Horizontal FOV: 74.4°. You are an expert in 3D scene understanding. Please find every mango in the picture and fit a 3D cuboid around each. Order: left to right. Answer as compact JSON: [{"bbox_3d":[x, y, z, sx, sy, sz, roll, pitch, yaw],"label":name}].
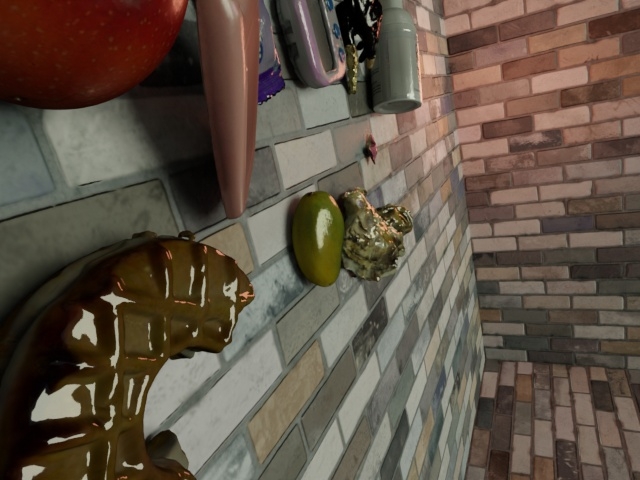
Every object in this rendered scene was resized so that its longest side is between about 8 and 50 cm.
[{"bbox_3d":[-0.002,-0.002,0.822,0.122,0.086,0.190,-1,87,-65],"label":"mango"}]

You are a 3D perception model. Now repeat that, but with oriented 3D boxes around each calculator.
[{"bbox_3d":[-0.107,-0.180,0.543,0.329,0.048,0.219,98,-8,-48],"label":"calculator"}]

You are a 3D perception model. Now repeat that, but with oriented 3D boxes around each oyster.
[{"bbox_3d":[0.136,-0.022,1.049,0.351,0.115,0.237,36,55,-55],"label":"oyster"}]

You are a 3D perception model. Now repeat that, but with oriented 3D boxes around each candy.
[{"bbox_3d":[-0.128,-0.351,0.652,0.145,0.070,0.275,-50,134,-44],"label":"candy"}]

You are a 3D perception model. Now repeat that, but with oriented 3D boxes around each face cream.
[{"bbox_3d":[0.212,-0.569,1.225,0.145,0.146,0.368,-7,94,-62],"label":"face cream"}]

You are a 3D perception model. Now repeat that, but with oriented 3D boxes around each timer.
[{"bbox_3d":[-0.015,-0.426,0.868,0.190,0.069,0.208,-52,132,-54],"label":"timer"}]

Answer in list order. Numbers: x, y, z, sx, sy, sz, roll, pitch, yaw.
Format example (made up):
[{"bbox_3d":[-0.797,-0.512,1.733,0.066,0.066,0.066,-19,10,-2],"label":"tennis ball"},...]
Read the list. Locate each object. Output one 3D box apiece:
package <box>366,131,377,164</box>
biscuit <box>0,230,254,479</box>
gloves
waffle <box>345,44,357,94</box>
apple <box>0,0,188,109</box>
[{"bbox_3d":[0.146,-0.260,1.189,0.059,0.029,0.083,62,28,-43],"label":"package"},{"bbox_3d":[-0.190,0.162,0.424,0.268,0.115,0.365,27,62,-59],"label":"biscuit"},{"bbox_3d":[0.117,-0.536,1.089,0.180,0.107,0.129,59,36,-34],"label":"gloves"},{"bbox_3d":[0.075,-0.409,1.017,0.152,0.024,0.097,-63,156,-74],"label":"waffle"},{"bbox_3d":[-0.223,-0.229,0.308,0.260,0.217,0.260,1,89,-61],"label":"apple"}]
